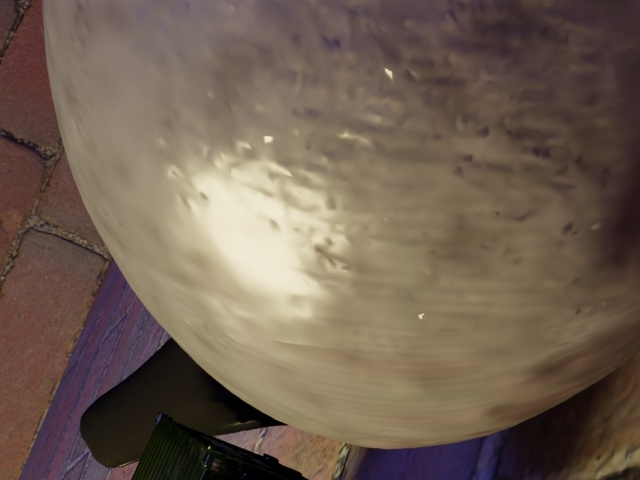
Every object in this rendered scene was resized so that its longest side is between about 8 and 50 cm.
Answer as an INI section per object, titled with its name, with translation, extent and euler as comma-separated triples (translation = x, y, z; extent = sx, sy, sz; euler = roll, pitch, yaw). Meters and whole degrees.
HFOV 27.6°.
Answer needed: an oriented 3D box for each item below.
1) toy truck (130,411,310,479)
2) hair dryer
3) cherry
[toy truck]
translation = -0.024, 0.152, 0.638
extent = 0.088, 0.121, 0.259
euler = -67, 13, -8
[hair dryer]
translation = 0.000, 0.000, 0.882
extent = 0.304, 0.120, 0.359
euler = -33, 19, 42
[cherry]
translation = 0.046, -0.074, 0.469
extent = 0.326, 0.291, 0.335
euler = -88, 17, -78
